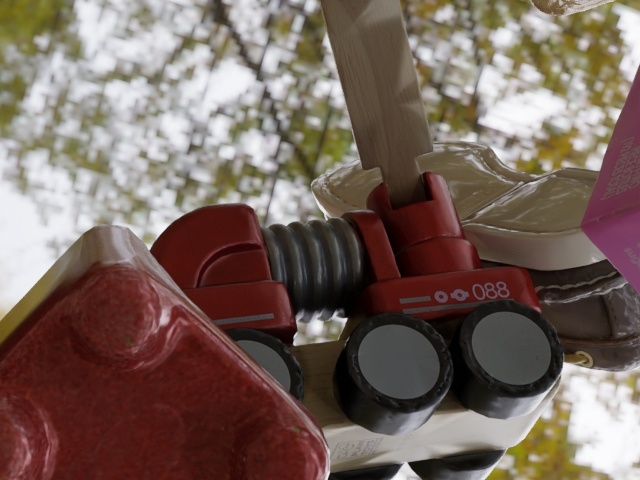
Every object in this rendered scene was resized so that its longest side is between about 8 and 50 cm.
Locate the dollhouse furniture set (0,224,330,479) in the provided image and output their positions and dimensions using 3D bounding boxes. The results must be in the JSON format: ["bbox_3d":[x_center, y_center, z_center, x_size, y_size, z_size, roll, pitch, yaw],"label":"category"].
[{"bbox_3d":[-0.158,0.097,0.401,0.152,0.374,0.201,-166,-115,-82],"label":"dollhouse furniture set"}]

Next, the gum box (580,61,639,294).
[{"bbox_3d":[0.160,0.024,0.406,0.107,0.188,0.062,-25,-152,42],"label":"gum box"}]

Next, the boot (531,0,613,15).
[{"bbox_3d":[0.238,-0.298,1.316,0.236,0.269,0.089,-20,-122,3],"label":"boot"}]

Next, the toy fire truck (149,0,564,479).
[{"bbox_3d":[0.000,0.000,0.994,0.158,0.217,0.246,112,-32,-55],"label":"toy fire truck"}]

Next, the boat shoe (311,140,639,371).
[{"bbox_3d":[0.096,0.004,1.151,0.324,0.117,0.096,17,-50,61],"label":"boat shoe"}]
